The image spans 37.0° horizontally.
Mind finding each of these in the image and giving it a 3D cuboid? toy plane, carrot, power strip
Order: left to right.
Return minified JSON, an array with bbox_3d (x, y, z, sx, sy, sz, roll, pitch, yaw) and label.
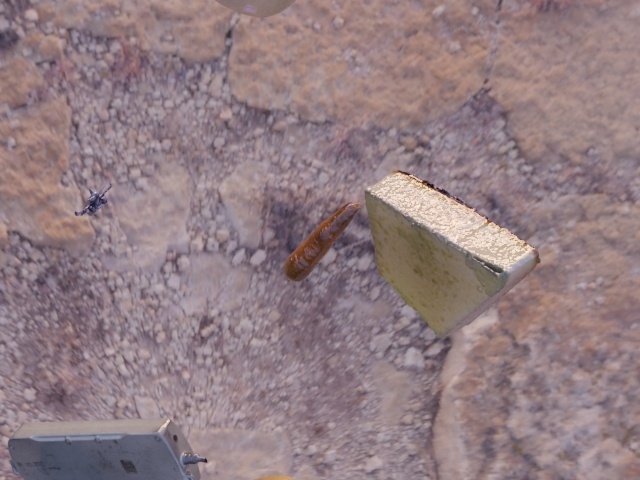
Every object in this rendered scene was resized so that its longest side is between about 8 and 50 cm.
[{"bbox_3d":[-0.359,-0.057,1.507,0.031,0.083,0.078,42,59,5],"label":"toy plane"},{"bbox_3d":[-0.202,0.207,0.909,0.226,0.029,0.080,-7,118,26],"label":"power strip"},{"bbox_3d":[0.000,0.000,1.499,0.047,0.191,0.047,23,40,-21],"label":"carrot"}]

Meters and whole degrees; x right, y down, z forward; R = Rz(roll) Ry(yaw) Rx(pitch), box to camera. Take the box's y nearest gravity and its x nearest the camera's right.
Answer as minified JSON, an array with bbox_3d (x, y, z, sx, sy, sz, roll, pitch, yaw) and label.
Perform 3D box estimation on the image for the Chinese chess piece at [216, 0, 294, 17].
[{"bbox_3d":[-0.144,-0.532,1.741,0.270,0.112,0.270,24,40,-22],"label":"Chinese chess piece"}]

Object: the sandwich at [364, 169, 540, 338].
[{"bbox_3d":[0.128,0.037,0.927,0.058,0.163,0.193,-32,42,-23],"label":"sandwich"}]

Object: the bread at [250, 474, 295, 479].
[{"bbox_3d":[-0.107,0.456,1.554,0.173,0.085,0.134,4,75,-46],"label":"bread"}]
